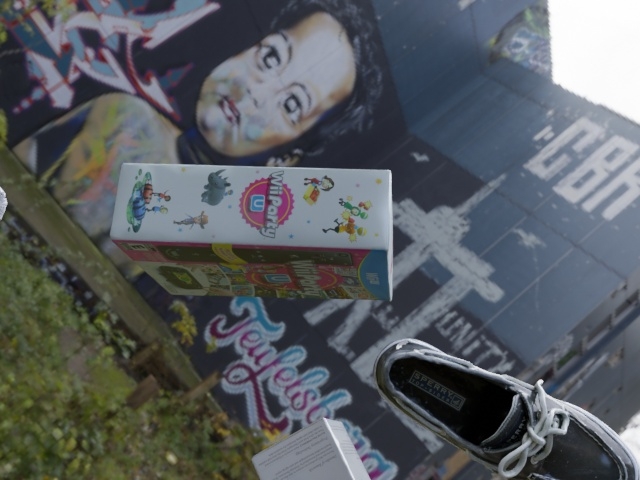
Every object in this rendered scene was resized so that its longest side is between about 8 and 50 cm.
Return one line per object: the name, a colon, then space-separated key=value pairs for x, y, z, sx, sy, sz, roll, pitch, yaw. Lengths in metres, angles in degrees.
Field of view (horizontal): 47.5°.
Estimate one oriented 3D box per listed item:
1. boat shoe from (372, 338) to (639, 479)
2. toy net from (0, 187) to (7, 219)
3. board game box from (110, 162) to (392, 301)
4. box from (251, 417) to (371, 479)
boat shoe: x=0.199 y=0.191 z=0.755 sx=0.306 sy=0.113 sz=0.105 roll=32 pitch=-5 yaw=3
toy net: x=-0.491 y=-0.008 z=0.863 sx=0.045 sy=0.232 sz=0.122 roll=37 pitch=-21 yaw=41
board game box: x=-0.065 y=-0.002 z=0.878 sx=0.224 sy=0.303 sz=0.098 roll=72 pitch=20 yaw=-70
box: x=-0.008 y=0.272 z=0.855 sx=0.087 sy=0.102 sz=0.101 roll=61 pitch=4 yaw=21
